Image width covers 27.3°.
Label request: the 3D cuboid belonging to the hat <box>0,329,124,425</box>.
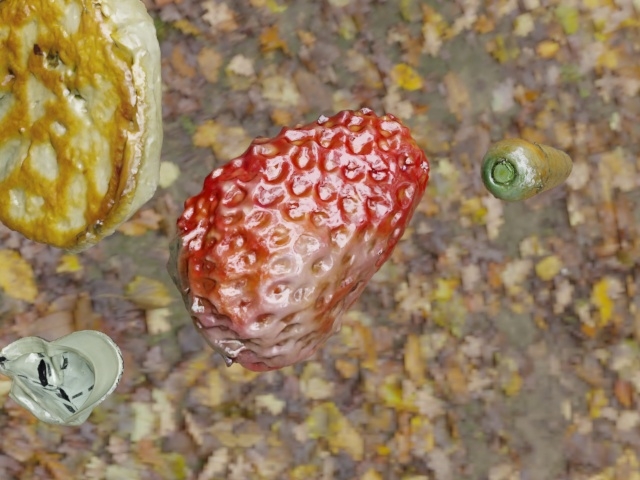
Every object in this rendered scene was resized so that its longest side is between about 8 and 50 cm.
[{"bbox_3d":[-0.292,0.155,1.540,0.081,0.166,0.122,9,59,-53],"label":"hat"}]

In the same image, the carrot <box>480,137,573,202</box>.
[{"bbox_3d":[0.273,-0.092,1.637,0.298,0.078,0.078,-12,90,-65],"label":"carrot"}]

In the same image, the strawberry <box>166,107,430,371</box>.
[{"bbox_3d":[0.000,0.000,1.463,0.336,0.149,0.265,-40,134,-12],"label":"strawberry"}]

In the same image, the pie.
[{"bbox_3d":[-0.291,-0.141,1.465,0.092,0.315,0.315,-12,90,-60],"label":"pie"}]
